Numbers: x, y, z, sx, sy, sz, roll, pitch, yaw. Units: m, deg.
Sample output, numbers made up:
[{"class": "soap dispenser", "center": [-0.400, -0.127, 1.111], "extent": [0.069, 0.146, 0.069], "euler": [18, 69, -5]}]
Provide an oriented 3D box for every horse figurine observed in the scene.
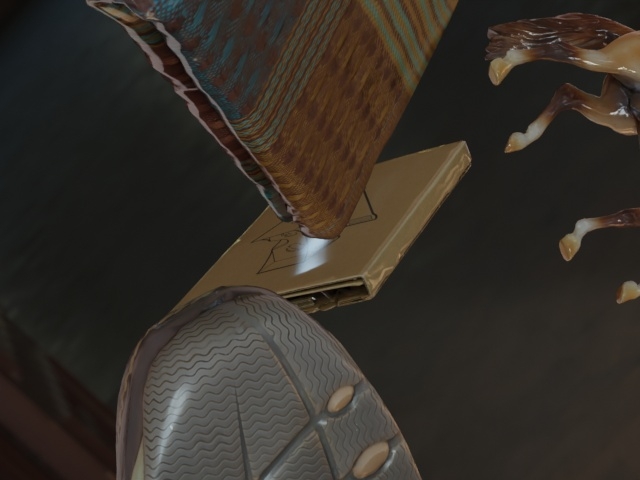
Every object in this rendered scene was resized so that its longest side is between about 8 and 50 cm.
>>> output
[{"class": "horse figurine", "center": [0.212, -0.060, 1.254], "extent": [0.174, 0.263, 0.066], "euler": [-18, -24, -24]}]

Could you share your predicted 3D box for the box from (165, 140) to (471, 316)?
[{"class": "box", "center": [0.000, 0.000, 1.324], "extent": [0.164, 0.021, 0.201], "euler": [-14, 21, 31]}]

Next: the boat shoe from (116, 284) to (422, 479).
[{"class": "boat shoe", "center": [-0.032, 0.167, 0.796], "extent": [0.132, 0.355, 0.130], "euler": [-24, 34, -24]}]

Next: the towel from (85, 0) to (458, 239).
[{"class": "towel", "center": [0.052, -0.193, 0.583], "extent": [0.370, 0.040, 0.271], "euler": [-63, -14, -7]}]
